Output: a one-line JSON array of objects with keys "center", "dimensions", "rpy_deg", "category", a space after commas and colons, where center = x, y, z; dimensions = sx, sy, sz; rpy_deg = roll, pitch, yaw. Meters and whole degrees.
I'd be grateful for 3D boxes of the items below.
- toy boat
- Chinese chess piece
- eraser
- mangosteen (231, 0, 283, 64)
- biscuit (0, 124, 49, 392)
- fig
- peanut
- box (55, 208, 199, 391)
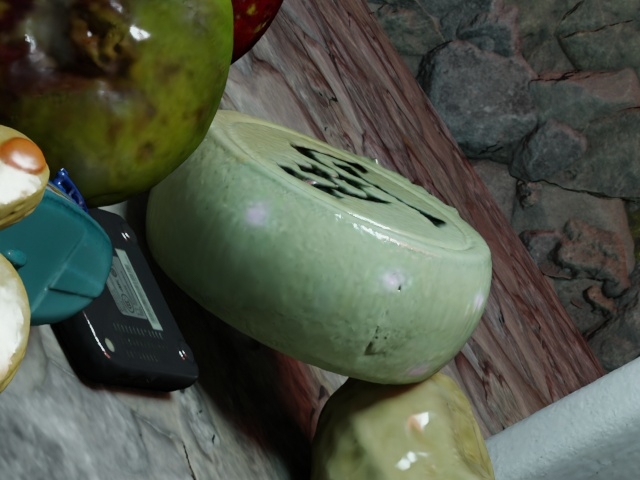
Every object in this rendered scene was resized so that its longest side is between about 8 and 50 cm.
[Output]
[{"center": [-0.165, -0.010, 0.718], "dimensions": [0.110, 0.091, 0.175], "rpy_deg": [35, 0, 22], "category": "toy boat"}, {"center": [0.000, 0.000, 1.012], "dimensions": [0.250, 0.101, 0.250], "rpy_deg": [25, 15, -7], "category": "Chinese chess piece"}, {"center": [0.199, 0.208, 1.135], "dimensions": [0.174, 0.270, 0.095], "rpy_deg": [51, 14, -35], "category": "eraser"}, {"center": [-0.133, -0.233, 1.046], "dimensions": [0.215, 0.215, 0.257], "rpy_deg": [49, -1, -38], "category": "mangosteen"}, {"center": [-0.187, -0.032, 0.586], "dimensions": [0.153, 0.030, 0.234], "rpy_deg": [-11, 65, -34], "category": "biscuit"}, {"center": [-0.145, -0.114, 0.806], "dimensions": [0.181, 0.181, 0.191], "rpy_deg": [52, -7, -27], "category": "fig"}, {"center": [0.074, 0.205, 0.965], "dimensions": [0.152, 0.152, 0.313], "rpy_deg": [49, 14, -37], "category": "peanut"}, {"center": [-0.127, 0.030, 0.852], "dimensions": [0.126, 0.027, 0.125], "rpy_deg": [63, 14, 17], "category": "box"}]
